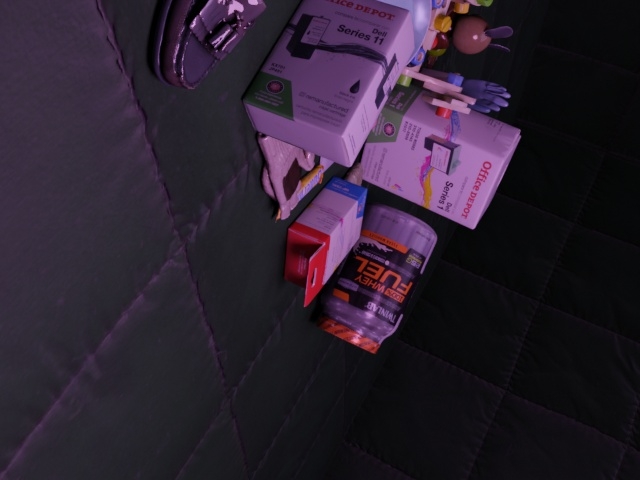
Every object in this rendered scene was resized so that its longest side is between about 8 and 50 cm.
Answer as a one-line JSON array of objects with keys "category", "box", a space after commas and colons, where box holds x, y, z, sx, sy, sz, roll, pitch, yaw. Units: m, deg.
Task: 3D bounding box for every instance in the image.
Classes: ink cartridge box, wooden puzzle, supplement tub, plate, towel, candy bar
[{"category": "ink cartridge box", "box": [0.015, -0.226, 0.958, 0.208, 0.153, 0.087, -63, 162, -16]}, {"category": "wooden puzzle", "box": [0.266, -0.435, 1.708, 0.083, 0.006, 0.049, -19, 130, -68]}, {"category": "supplement tub", "box": [0.124, 0.087, 1.648, 0.316, 0.194, 0.193, -65, 164, -5]}, {"category": "ink cartridge box", "box": [0.000, 0.000, 1.345, 0.231, 0.078, 0.134, -51, 157, -43]}, {"category": "plate", "box": [0.109, -0.365, 1.183, 0.188, 0.024, 0.188, -21, 128, -30]}, {"category": "towel", "box": [0.056, -0.083, 1.497, 0.110, 0.027, 0.148, -55, 160, -37]}, {"category": "candy bar", "box": [-0.036, -0.084, 1.225, 0.161, 0.018, 0.040, -46, 154, -48]}, {"category": "ink cartridge box", "box": [0.237, -0.176, 1.468, 0.117, 0.278, 0.201, -53, 163, -40]}]

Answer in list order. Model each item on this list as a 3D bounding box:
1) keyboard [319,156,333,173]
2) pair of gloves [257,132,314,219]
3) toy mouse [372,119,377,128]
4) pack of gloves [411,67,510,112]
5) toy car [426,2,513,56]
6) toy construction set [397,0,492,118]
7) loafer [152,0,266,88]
[{"category": "keyboard", "box": [0.060, -0.211, 1.368, 0.256, 0.014, 0.072, -48, 161, -46]}, {"category": "pair of gloves", "box": [-0.018, -0.171, 1.124, 0.240, 0.042, 0.204, -57, 161, -31]}, {"category": "toy mouse", "box": [0.078, -0.231, 1.314, 0.143, 0.031, 0.161, -67, 159, -13]}, {"category": "pack of gloves", "box": [0.291, -0.285, 1.589, 0.195, 0.232, 0.046, -56, 149, -25]}, {"category": "toy car", "box": [0.319, -0.458, 1.519, 0.149, 0.188, 0.155, -65, 164, -5]}, {"category": "toy construction set", "box": [0.221, -0.396, 1.332, 0.215, 0.151, 0.327, -4, 103, -52]}, {"category": "loafer", "box": [-0.080, -0.270, 0.716, 0.267, 0.084, 0.096, -66, 164, -2]}]
